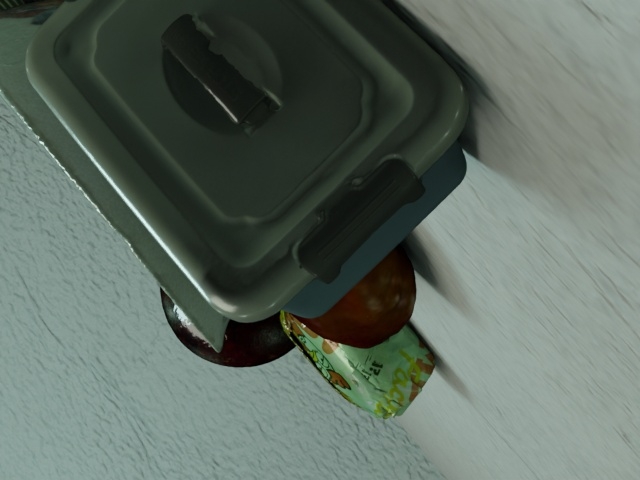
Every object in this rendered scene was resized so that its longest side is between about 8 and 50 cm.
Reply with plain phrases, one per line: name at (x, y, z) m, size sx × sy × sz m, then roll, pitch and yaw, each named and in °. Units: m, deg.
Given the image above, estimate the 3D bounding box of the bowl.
bowl at (-0.173, -0.109, 1.077) m, size 0.435 × 0.196 × 0.435 m, roll 48°, pitch 172°, yaw 9°

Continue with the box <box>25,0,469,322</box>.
box at (-0.034, -0.072, 0.553) m, size 0.227 × 0.162 × 0.130 m, roll 47°, pitch -176°, yaw 26°

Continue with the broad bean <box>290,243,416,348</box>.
broad bean at (-0.001, 0.003, 0.898) m, size 0.228 × 0.122 × 0.156 m, roll 50°, pitch 179°, yaw -40°

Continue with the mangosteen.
mangosteen at (-0.110, 0.033, 1.424) m, size 0.231 × 0.231 × 0.289 m, roll 44°, pitch 142°, yaw 44°

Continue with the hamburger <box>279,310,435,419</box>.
hamburger at (0.037, 0.129, 1.334) m, size 0.235 × 0.125 × 0.214 m, roll 4°, pitch 126°, yaw 62°

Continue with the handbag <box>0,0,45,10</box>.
handbag at (-0.448, -0.358, 1.329) m, size 0.240 × 0.247 × 0.340 m, roll 51°, pitch 168°, yaw -18°
